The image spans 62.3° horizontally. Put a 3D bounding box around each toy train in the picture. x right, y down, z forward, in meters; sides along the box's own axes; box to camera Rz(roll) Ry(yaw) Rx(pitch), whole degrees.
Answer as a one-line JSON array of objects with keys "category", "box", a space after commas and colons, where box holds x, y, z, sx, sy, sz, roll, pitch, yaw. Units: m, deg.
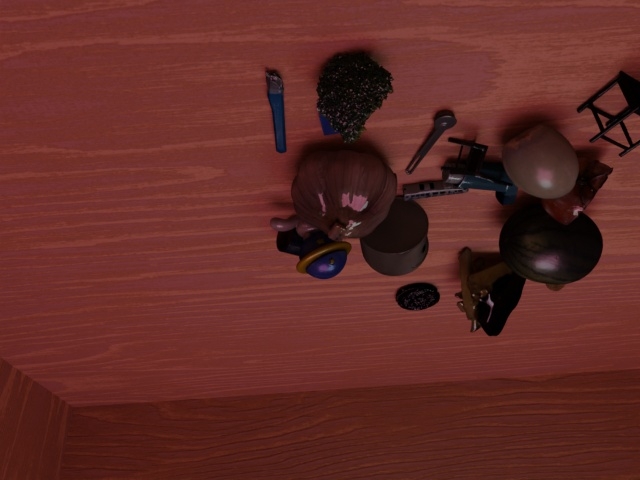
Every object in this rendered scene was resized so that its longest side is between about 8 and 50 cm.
[{"category": "toy train", "box": [0.369, -0.164, 1.692, 0.208, 0.043, 0.047, -6, 146, 3]}]

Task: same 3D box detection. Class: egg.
[{"category": "egg", "box": [0.625, -0.211, 1.494, 0.183, 0.183, 0.217, -32, 98, 35]}]

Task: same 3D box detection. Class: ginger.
[{"category": "ginger", "box": [0.670, 0.184, 2.130, 0.211, 0.358, 0.413, 30, 163, 33]}]

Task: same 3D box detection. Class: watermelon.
[{"category": "watermelon", "box": [0.782, 0.012, 1.783, 0.360, 0.278, 0.278, 10, 144, -19]}]

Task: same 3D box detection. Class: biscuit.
[{"category": "biscuit", "box": [0.422, 0.248, 2.303, 0.195, 0.053, 0.194, -3, 145, -2]}]

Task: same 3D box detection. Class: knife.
[{"category": "knife", "box": [-0.115, -0.334, 1.412, 0.044, 0.026, 0.296, 0, 149, -1]}]

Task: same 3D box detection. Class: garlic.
[{"category": "garlic", "box": [0.069, -0.140, 1.559, 0.322, 0.241, 0.321, -11, 130, -13]}]

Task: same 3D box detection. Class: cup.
[{"category": "cup", "box": [-0.071, -0.007, 1.848, 0.138, 0.150, 0.113, 17, 107, -31]}]

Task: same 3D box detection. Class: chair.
[{"category": "chair", "box": [0.830, -0.356, 1.365, 0.155, 0.141, 0.260, 14, 144, -26]}, {"category": "chair", "box": [0.470, -0.226, 1.532, 0.213, 0.084, 0.101, 8, 106, -12]}]

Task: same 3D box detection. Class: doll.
[{"category": "doll", "box": [0.024, 0.001, 1.729, 0.311, 0.242, 0.159, -23, 146, -21]}]

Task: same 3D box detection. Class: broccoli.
[{"category": "broccoli", "box": [0.093, -0.344, 1.314, 0.194, 0.219, 0.194, 10, 179, 0]}]

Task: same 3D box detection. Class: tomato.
[{"category": "tomato", "box": [0.751, -0.167, 1.608, 0.155, 0.214, 0.180, 34, 162, 15]}]

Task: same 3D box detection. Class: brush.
[{"category": "brush", "box": [0.311, -0.279, 1.540, 0.062, 0.027, 0.266, 8, 148, -16]}]

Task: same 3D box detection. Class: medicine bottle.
[{"category": "medicine bottle", "box": [0.501, -0.185, 1.639, 0.259, 0.079, 0.124, 6, 136, -13]}]

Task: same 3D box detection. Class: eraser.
[{"category": "eraser", "box": [0.032, -0.325, 1.433, 0.063, 0.027, 0.084, -8, 146, 8]}]

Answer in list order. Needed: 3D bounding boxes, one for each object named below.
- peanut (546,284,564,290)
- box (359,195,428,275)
[{"category": "peanut", "box": [0.975, 0.138, 2.170, 0.089, 0.089, 0.192, -8, 146, 7]}, {"category": "box", "box": [0.242, -0.013, 1.742, 0.226, 0.226, 0.149, -8, 146, 6]}]
